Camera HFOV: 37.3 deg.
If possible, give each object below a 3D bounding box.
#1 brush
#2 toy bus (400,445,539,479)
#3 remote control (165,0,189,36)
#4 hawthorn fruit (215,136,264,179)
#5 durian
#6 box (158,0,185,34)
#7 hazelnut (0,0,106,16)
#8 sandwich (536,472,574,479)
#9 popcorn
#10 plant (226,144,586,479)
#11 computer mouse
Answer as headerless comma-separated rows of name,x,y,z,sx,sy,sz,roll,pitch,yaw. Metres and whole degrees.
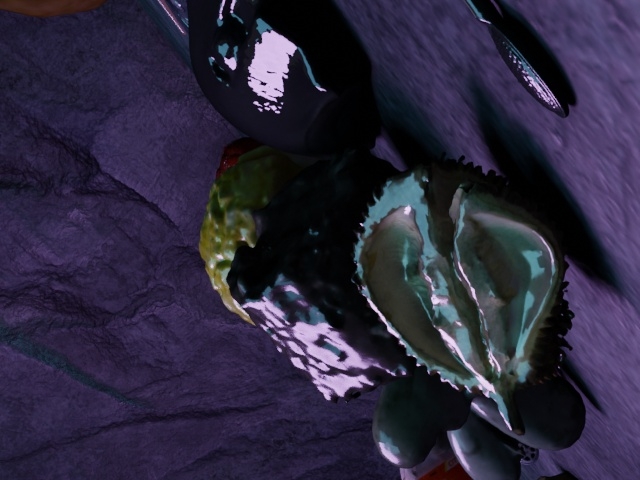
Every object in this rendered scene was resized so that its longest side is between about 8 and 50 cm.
brush,0.056,-0.073,0.312,0.083,0.008,0.024,52,-179,-6
toy bus,0.164,0.235,1.038,0.077,0.174,0.079,60,180,13
remote control,-0.122,-0.228,1.141,0.107,0.044,0.377,47,177,20
hawthorn fruit,-0.096,-0.097,1.618,0.172,0.148,0.148,29,167,28
durian,0.080,0.020,0.448,0.110,0.071,0.140,-11,107,45
box,-0.239,-0.374,1.470,0.115,0.025,0.048,53,-177,-29
hazelnut,-0.174,-0.234,0.552,0.186,0.210,0.210,28,177,1
sandwich,0.317,0.377,1.067,0.212,0.109,0.292,45,180,6
popcorn,0.000,0.000,0.871,0.212,0.198,0.198,24,169,17
plant,0.067,0.068,0.653,0.274,0.149,0.146,46,155,-25
computer mouse,-0.033,-0.113,0.641,0.147,0.088,0.264,49,175,13
